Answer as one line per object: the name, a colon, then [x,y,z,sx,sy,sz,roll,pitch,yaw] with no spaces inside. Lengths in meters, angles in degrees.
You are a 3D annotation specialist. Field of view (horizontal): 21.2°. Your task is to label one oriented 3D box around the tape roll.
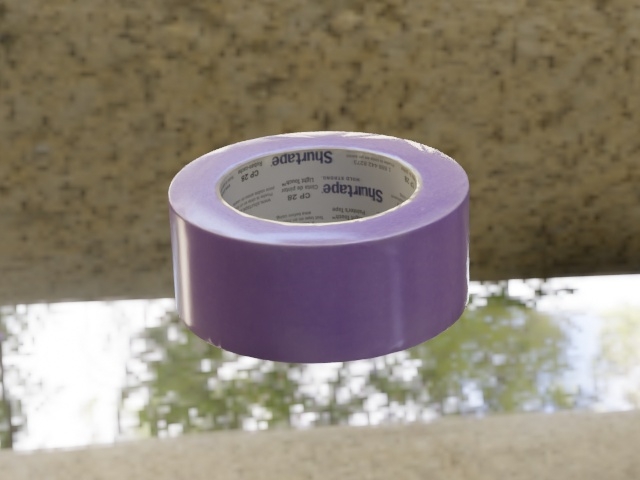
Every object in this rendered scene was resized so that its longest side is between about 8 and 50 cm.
tape roll: [0.000,0.000,1.082,0.189,0.189,0.080,36,-45,54]
